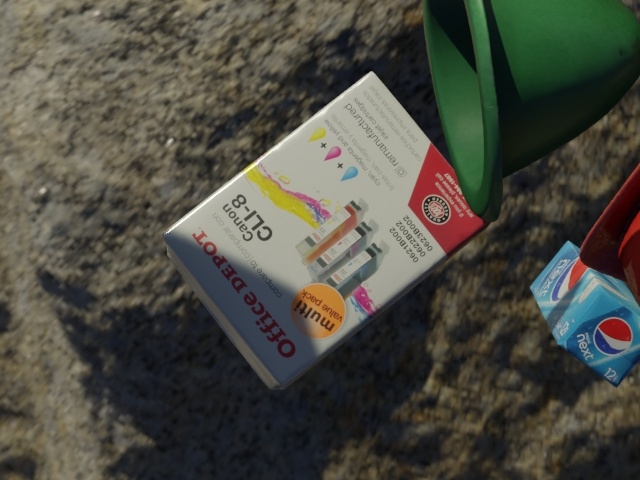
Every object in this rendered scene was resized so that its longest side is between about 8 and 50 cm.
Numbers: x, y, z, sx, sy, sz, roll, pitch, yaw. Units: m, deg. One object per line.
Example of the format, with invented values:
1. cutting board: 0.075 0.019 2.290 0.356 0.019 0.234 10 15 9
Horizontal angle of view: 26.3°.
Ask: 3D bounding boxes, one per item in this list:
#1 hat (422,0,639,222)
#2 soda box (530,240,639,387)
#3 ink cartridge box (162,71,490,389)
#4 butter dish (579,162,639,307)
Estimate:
1. hat: 0.162 -0.109 0.741 0.184 0.208 0.173 -10 98 -2
2. soda box: 0.261 0.066 1.319 0.071 0.210 0.067 36 100 -6
3. ink cartridge box: 0.000 0.000 0.916 0.176 0.127 0.128 -39 87 -7
4. butter dish: 0.262 0.016 0.834 0.160 0.118 0.160 17 133 -13
